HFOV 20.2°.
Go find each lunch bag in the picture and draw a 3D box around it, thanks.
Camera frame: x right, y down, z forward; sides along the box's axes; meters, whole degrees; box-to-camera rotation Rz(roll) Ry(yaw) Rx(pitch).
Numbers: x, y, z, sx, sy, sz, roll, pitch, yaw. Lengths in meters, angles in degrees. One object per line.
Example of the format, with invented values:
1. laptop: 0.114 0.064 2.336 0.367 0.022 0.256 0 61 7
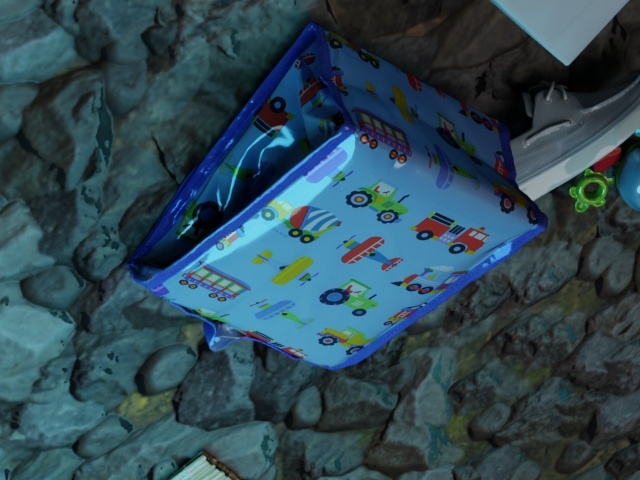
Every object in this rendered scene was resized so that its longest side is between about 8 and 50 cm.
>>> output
1. lunch bag: 0.000 0.000 1.488 0.221 0.138 0.293 25 123 -34

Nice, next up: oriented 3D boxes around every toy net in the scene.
1. toy net: 0.305 -0.128 1.638 0.122 0.045 0.232 9 117 -9

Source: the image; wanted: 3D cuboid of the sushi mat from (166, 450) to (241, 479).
1. sushi mat: -0.196 0.333 1.733 0.316 0.019 0.151 -39 135 3

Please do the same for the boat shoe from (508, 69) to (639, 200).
1. boat shoe: 0.199 -0.096 1.572 0.227 0.079 0.081 -33 99 1

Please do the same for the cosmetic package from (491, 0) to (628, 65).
1. cosmetic package: 0.116 -0.320 1.278 0.217 0.156 0.385 -49 134 10

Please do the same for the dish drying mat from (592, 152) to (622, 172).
1. dish drying mat: 0.259 -0.097 1.662 0.032 0.008 0.083 -32 137 -5
